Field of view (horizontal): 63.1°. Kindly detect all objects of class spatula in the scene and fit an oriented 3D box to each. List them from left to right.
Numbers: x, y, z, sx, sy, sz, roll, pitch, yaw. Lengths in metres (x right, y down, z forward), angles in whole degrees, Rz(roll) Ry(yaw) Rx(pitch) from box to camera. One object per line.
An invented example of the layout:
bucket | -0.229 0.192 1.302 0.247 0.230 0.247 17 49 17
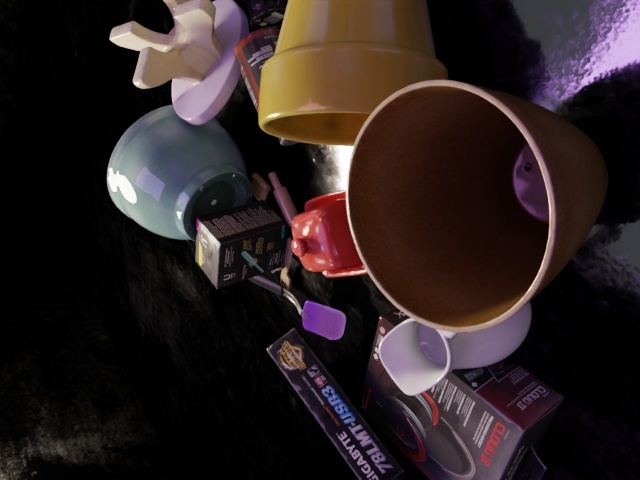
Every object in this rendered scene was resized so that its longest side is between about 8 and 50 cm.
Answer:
spatula | -0.071 0.125 1.131 0.296 0.030 0.084 29 129 31

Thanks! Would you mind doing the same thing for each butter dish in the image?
butter dish | 0.000 0.000 0.956 0.160 0.118 0.159 -11 95 53

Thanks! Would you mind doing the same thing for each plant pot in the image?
plant pot | -0.272 -0.117 1.120 0.196 0.293 0.293 38 131 31
plant pot | 0.047 -0.264 0.706 0.254 0.254 0.239 5 93 51
plant pot | 0.199 -0.054 0.567 0.237 0.254 0.237 21 118 46

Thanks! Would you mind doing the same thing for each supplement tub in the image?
supplement tub | -0.078 -0.276 0.953 0.106 0.106 0.197 -29 81 52

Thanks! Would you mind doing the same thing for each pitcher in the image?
pitcher | 0.198 0.100 0.672 0.125 0.207 0.178 58 140 19

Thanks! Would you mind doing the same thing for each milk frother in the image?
milk frother | -0.079 -0.464 0.904 0.143 0.129 0.134 -16 92 10

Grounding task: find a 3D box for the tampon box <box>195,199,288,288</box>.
tampon box | -0.166 0.005 1.085 0.101 0.161 0.120 43 136 35

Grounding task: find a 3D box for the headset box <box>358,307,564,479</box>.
headset box | 0.209 0.261 0.802 0.293 0.110 0.218 37 131 38

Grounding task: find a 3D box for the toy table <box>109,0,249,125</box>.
toy table | -0.259 -0.380 0.998 0.252 0.161 0.274 -12 68 29

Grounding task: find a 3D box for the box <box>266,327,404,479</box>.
box | 0.038 0.329 0.966 0.293 0.073 0.295 48 170 26

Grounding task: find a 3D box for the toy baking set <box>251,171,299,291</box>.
toy baking set | -0.098 -0.023 1.149 0.256 0.030 0.197 62 145 13
